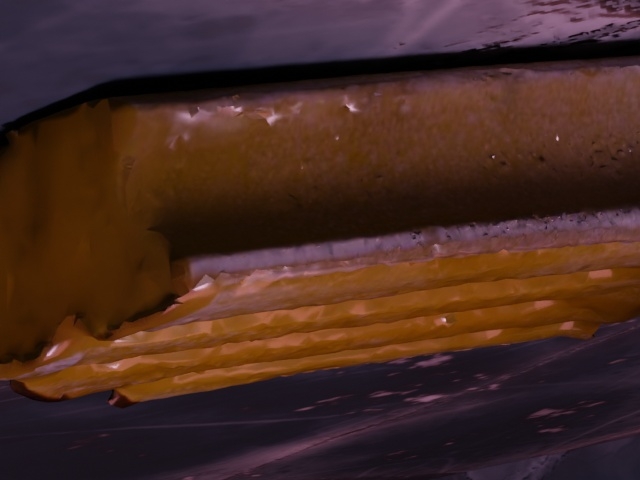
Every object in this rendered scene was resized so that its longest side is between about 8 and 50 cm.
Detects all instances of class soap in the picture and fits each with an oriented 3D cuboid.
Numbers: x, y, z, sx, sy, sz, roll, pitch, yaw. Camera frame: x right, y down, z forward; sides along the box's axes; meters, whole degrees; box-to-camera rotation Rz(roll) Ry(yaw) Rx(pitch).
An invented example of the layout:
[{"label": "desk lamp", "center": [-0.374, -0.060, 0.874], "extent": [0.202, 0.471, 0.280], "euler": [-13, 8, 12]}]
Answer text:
[{"label": "soap", "center": [0.000, 0.000, 0.667], "extent": [0.258, 0.080, 0.160], "euler": [-6, 164, -21]}]
